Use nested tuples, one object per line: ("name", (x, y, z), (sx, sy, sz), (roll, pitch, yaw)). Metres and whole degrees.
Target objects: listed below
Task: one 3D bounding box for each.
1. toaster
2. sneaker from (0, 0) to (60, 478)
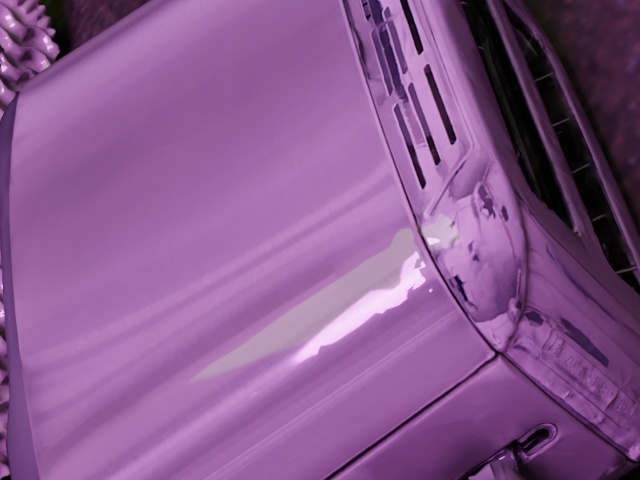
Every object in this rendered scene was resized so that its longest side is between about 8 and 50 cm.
("toaster", (0.000, 0.000, 0.433), (0.146, 0.129, 0.227), (-32, 44, 19))
("sneaker", (-0.191, 0.021, 0.631), (0.146, 0.102, 0.293), (-26, 44, 35))
